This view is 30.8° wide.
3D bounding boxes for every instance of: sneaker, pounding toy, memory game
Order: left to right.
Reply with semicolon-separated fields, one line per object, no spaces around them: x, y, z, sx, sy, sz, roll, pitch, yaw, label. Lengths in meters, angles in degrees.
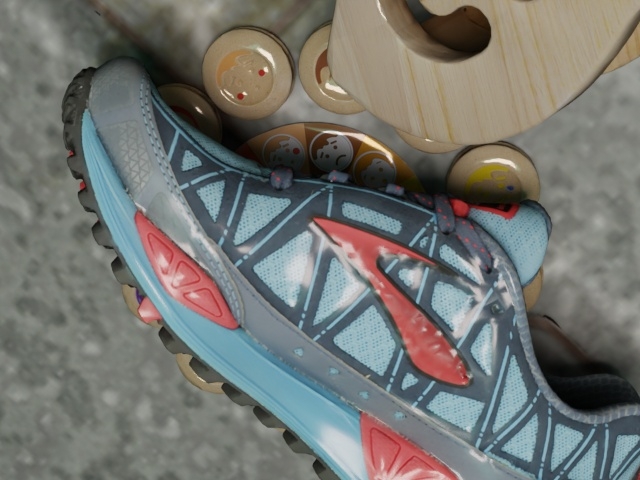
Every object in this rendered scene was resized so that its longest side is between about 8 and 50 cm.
0.000;0.000;0.477;0.186;0.012;0.186;4;114;10;memory game
0.022;0.015;0.435;0.125;0.104;0.262;-44;104;6;sneaker
0.082;-0.133;0.375;0.154;0.155;0.270;-20;100;48;pounding toy
